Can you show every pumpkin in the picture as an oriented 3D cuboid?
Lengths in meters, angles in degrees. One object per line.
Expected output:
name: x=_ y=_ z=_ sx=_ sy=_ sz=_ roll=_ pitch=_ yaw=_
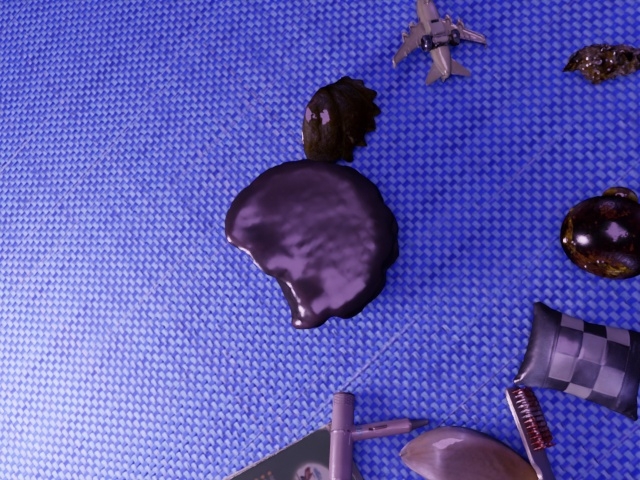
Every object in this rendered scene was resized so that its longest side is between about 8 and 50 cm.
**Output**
pumpkin: x=0.052 y=-0.295 z=1.378 sx=0.130 sy=0.149 sz=0.254 roll=17 pitch=87 yaw=25

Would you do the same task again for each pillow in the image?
pillow: x=0.546 y=0.247 z=1.187 sx=0.250 sy=0.106 sz=0.186 roll=16 pitch=88 yaw=13

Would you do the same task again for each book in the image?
book: x=-0.069 y=0.628 z=1.353 sx=0.371 sy=0.043 sz=0.260 roll=-31 pitch=78 yaw=12

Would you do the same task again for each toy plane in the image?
toy plane: x=0.274 y=-0.491 z=1.366 sx=0.229 sy=0.092 sz=0.244 roll=-13 pitch=82 yaw=-2

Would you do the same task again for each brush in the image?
brush: x=0.464 y=0.455 z=1.170 sx=0.050 sy=0.060 sz=0.321 roll=-35 pitch=59 yaw=39

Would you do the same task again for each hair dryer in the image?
hair dryer: x=0.133 y=0.451 z=1.291 sx=0.220 sy=0.053 sz=0.195 roll=4 pitch=60 yaw=3

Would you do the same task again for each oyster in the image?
oyster: x=0.622 y=-0.386 z=1.248 sx=0.177 sy=0.105 sz=0.056 roll=-1 pitch=69 yaw=-6

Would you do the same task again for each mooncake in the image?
mooncake: x=0.000 y=0.000 z=1.319 sx=0.351 sy=0.212 sz=0.381 roll=-29 pitch=76 yaw=6

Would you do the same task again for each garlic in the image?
garlic: x=0.332 y=0.474 z=1.218 sx=0.318 sy=0.112 sz=0.143 roll=19 pitch=99 yaw=11

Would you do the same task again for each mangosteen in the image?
mangosteen: x=0.602 y=-0.029 z=1.175 sx=0.192 sy=0.192 sz=0.217 roll=19 pitch=65 yaw=17
